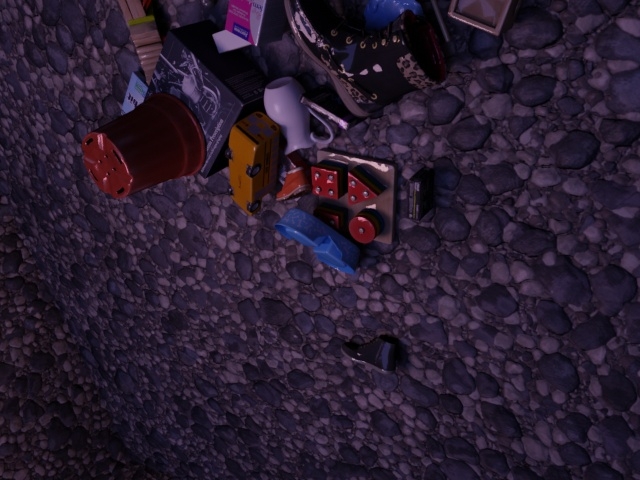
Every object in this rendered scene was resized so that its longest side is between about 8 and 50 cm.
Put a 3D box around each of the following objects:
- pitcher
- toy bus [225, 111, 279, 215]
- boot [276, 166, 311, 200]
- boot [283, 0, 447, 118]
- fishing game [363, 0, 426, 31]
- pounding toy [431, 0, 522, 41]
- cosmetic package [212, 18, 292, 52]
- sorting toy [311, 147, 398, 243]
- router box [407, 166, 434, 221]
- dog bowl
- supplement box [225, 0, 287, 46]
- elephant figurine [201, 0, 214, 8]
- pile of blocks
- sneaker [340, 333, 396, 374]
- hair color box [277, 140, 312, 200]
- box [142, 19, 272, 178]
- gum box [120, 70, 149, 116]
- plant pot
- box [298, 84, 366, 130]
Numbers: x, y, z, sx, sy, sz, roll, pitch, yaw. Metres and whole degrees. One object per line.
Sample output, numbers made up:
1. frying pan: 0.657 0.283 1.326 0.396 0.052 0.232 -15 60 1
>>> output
1. pitcher: -0.060 -0.361 1.662 0.178 0.125 0.207 -5 125 23
2. toy bus: -0.203 -0.221 1.748 0.108 0.130 0.332 41 152 18
3. boot: -0.090 -0.170 1.773 0.158 0.059 0.084 -23 82 49
4. boot: 0.107 -0.479 1.376 0.284 0.138 0.377 -5 128 50
5. fishing game: 0.185 -0.525 1.423 0.189 0.041 0.264 25 136 32
6. pounding toy: 0.330 -0.530 1.276 0.206 0.094 0.181 32 134 21
7. cosmetic package: -0.179 -0.583 1.613 0.239 0.099 0.060 -1 115 37
8. sorting toy: 0.090 -0.118 1.713 0.255 0.089 0.257 16 125 28
9. router box: 0.272 -0.125 1.573 0.038 0.092 0.122 15 125 29
10. dog bowl: 0.000 0.000 1.781 0.297 0.074 0.166 35 166 -23
11. supplement box: -0.144 -0.611 1.429 0.111 0.114 0.220 32 130 18
12. elephant figurine: -0.332 -0.786 1.579 0.186 0.239 0.169 -31 80 18
13. pile of blocks: -0.536 -0.653 1.848 0.113 0.149 0.362 -14 127 -4
14. sneaker: 0.170 0.362 1.982 0.222 0.083 0.118 16 107 36
15. hair color box: -0.090 -0.217 1.810 0.167 0.053 0.093 50 134 -2
16. box: -0.351 -0.428 1.782 0.312 0.179 0.343 45 134 6
17. gum box: -0.620 -0.466 2.020 0.157 0.041 0.184 47 129 17
18. plant pot: -0.530 -0.266 1.710 0.272 0.265 0.272 20 128 27
19. box: 0.037 -0.364 1.579 0.162 0.116 0.029 33 130 15
